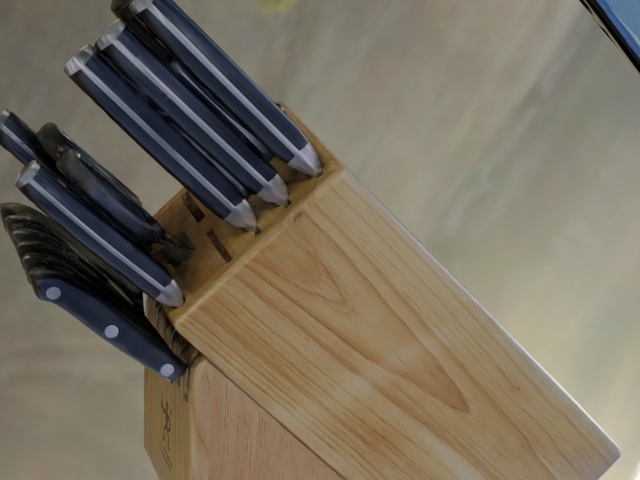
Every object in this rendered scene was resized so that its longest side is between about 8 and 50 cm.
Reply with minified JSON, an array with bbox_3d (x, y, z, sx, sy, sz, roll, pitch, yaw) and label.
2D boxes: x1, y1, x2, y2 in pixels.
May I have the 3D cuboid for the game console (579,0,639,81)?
[{"bbox_3d":[0.018,-0.111,0.344,0.044,0.361,0.213,-38,-160,9],"label":"game console"}]

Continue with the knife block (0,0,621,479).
[{"bbox_3d":[0.000,0.000,0.802,0.088,0.276,0.242,-127,-142,-59],"label":"knife block"}]
